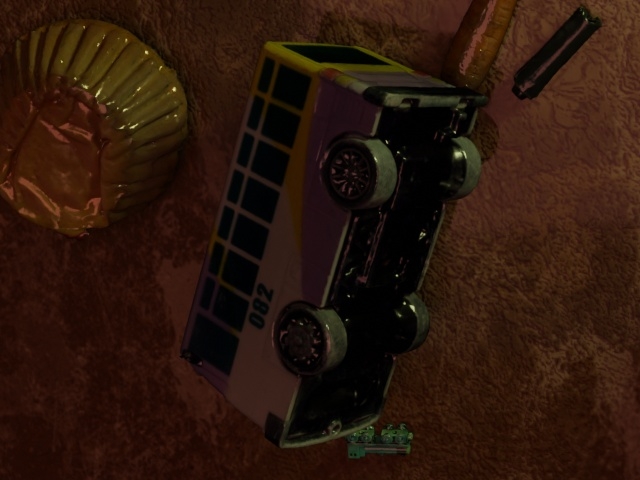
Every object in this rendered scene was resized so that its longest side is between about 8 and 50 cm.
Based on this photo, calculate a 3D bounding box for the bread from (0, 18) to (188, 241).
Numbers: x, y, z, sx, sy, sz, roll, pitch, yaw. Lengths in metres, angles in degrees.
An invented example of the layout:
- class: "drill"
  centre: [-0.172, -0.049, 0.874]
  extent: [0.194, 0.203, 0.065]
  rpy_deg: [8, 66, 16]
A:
- class: "bread"
  centre: [-0.301, -0.140, 1.742]
  extent: [0.274, 0.149, 0.274]
  rpy_deg: [4, 112, 9]

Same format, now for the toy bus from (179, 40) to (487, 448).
- class: "toy bus"
  centre: [0.000, 0.000, 1.649]
  extent: [0.249, 0.209, 0.440]
  rpy_deg: [29, 113, 34]

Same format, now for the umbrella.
- class: "umbrella"
  centre: [0.275, -0.220, 1.640]
  extent: [0.133, 0.031, 0.036]
  rpy_deg: [-48, 64, 21]

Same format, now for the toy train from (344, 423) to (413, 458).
- class: "toy train"
  centre: [0.076, 0.265, 1.827]
  extent: [0.092, 0.029, 0.045]
  rpy_deg: [-1, 113, 13]

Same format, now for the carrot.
- class: "carrot"
  centre: [0.207, -0.282, 1.626]
  extent: [0.059, 0.059, 0.248]
  rpy_deg: [26, 106, 5]
